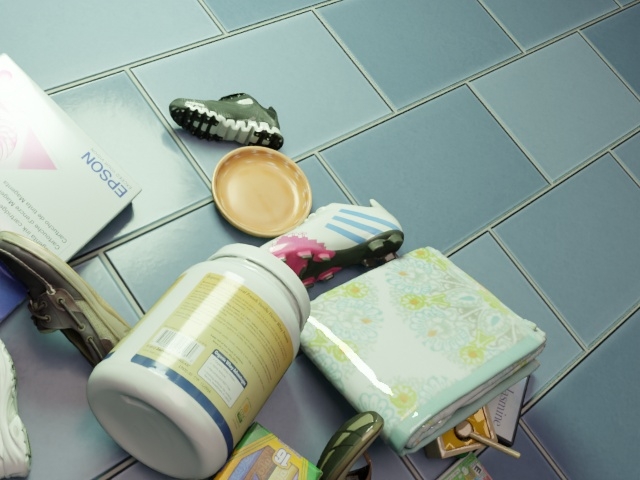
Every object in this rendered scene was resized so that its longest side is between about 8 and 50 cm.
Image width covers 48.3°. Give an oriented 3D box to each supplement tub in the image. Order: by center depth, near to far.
[{"bbox_3d":[-0.170,0.173,1.087,0.228,0.228,0.316,37,49,0],"label":"supplement tub"}]

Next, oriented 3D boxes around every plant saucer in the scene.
[{"bbox_3d":[-0.115,-0.090,1.382,0.200,0.037,0.199,10,60,-18],"label":"plant saucer"}]

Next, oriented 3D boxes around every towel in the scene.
[{"bbox_3d":[0.171,0.174,1.263,0.375,0.090,0.320,-23,46,-31],"label":"towel"}]

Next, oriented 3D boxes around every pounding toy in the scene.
[{"bbox_3d":[0.251,0.325,1.246,0.130,0.100,0.141,-10,77,-17],"label":"pounding toy"}]

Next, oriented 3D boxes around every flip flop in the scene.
[{"bbox_3d":[0.029,0.386,1.084,0.080,0.112,0.277,26,88,-7],"label":"flip flop"}]

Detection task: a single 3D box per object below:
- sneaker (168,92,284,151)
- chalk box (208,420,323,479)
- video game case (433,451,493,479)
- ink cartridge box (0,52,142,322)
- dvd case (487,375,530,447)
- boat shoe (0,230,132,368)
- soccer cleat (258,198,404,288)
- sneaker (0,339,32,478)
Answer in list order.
[{"bbox_3d":[-0.185,-0.251,1.421,0.234,0.078,0.106,12,56,-20],"label":"sneaker"},{"bbox_3d":[-0.120,0.402,1.051,0.132,0.132,0.213,39,54,1],"label":"chalk box"},{"bbox_3d":[0.245,0.498,1.212,0.212,0.023,0.193,-29,77,-32],"label":"video game case"},{"bbox_3d":[-0.512,-0.092,1.148,0.324,0.071,0.330,46,51,-13],"label":"ink cartridge box"},{"bbox_3d":[0.276,0.257,1.359,0.253,0.022,0.180,29,56,-5],"label":"dvd case"},{"bbox_3d":[-0.391,0.104,1.082,0.285,0.103,0.092,51,60,-28],"label":"boat shoe"},{"bbox_3d":[0.000,0.000,1.349,0.331,0.116,0.143,-11,51,-29],"label":"soccer cleat"},{"bbox_3d":[-0.491,0.235,1.020,0.115,0.090,0.232,-11,67,-23],"label":"sneaker"}]
